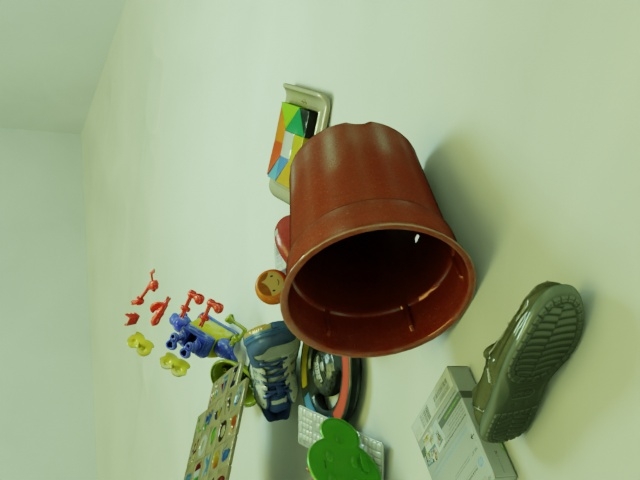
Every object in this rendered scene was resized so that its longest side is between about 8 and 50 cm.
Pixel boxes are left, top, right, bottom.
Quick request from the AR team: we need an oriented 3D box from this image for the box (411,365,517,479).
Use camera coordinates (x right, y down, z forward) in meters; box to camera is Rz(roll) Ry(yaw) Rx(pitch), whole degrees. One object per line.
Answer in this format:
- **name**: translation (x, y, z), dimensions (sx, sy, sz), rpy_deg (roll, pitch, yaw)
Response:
- **box**: translation (0.193, 0.289, 1.451), dimensions (0.186, 0.038, 0.145), rpy_deg (-109, 31, -43)

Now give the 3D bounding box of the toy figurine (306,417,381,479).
- **toy figurine**: translation (0.003, 0.402, 1.711), dimensions (0.159, 0.130, 0.173), rpy_deg (-59, 25, 32)

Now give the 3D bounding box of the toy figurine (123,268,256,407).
- **toy figurine**: translation (-0.230, 0.208, 2.358), dimensions (0.363, 0.217, 0.191), rpy_deg (27, 102, 18)

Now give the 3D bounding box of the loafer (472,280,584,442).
- **loafer**: translation (0.237, 0.139, 1.289), dimensions (0.087, 0.094, 0.251), rpy_deg (62, 142, 44)

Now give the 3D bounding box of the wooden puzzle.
- **wooden puzzle**: translation (-0.051, -0.182, 2.075), dimensions (0.221, 0.044, 0.238), rpy_deg (-149, 64, -64)

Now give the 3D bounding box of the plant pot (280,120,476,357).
- **plant pot**: translation (0.065, -0.016, 1.537), dimensions (0.265, 0.272, 0.272), rpy_deg (-99, 24, -45)

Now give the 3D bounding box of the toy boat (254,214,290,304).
- **toy boat**: translation (-0.035, 0.064, 1.741), dimensions (0.151, 0.151, 0.231), rpy_deg (-99, -6, -50)

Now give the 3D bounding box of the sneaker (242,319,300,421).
- **sneaker**: translation (-0.078, 0.249, 1.982), dimensions (0.296, 0.112, 0.131), rpy_deg (89, 168, -63)

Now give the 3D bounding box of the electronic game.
- **electronic game**: translation (0.013, 0.231, 1.871), dimensions (0.229, 0.048, 0.229), rpy_deg (-177, 90, -67)

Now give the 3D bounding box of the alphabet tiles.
- **alphabet tiles**: translation (-0.211, 0.411, 2.039), dimensions (0.285, 0.011, 0.342), rpy_deg (-44, 31, 54)

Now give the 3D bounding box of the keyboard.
- **keyboard**: translation (0.031, 0.344, 1.791), dimensions (0.256, 0.014, 0.072), rpy_deg (12, 109, 56)

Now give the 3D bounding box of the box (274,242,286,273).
- **box**: translation (0.000, 0.000, 1.908), dimensions (0.324, 0.063, 0.067), rpy_deg (148, 121, -63)
